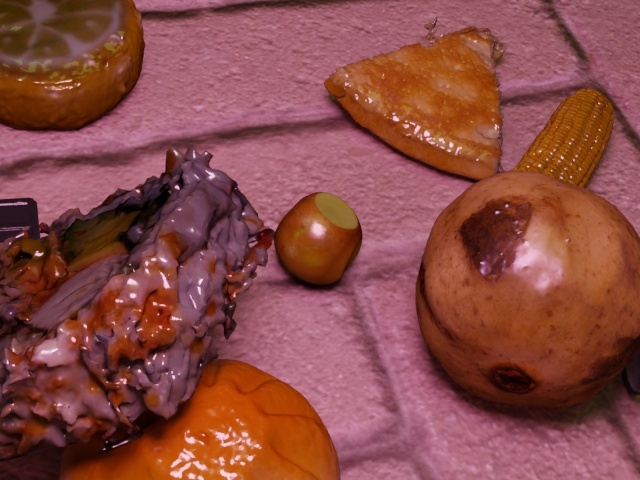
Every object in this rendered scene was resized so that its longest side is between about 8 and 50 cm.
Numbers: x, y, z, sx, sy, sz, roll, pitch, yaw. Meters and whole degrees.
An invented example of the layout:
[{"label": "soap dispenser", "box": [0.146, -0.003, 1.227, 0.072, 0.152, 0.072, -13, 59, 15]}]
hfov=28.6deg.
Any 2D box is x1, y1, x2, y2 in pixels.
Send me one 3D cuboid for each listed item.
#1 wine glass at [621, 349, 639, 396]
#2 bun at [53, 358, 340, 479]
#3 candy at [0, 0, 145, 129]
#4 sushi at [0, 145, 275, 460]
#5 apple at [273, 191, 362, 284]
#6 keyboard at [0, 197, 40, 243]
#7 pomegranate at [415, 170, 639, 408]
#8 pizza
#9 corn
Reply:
[{"label": "wine glass", "box": [0.488, 0.136, 1.504, 0.232, 0.156, 0.156, 4, 51, -5]}, {"label": "bun", "box": [-0.123, 0.238, 1.282, 0.299, 0.165, 0.299, 5, 49, -6]}, {"label": "candy", "box": [-0.363, -0.261, 1.671, 0.260, 0.118, 0.260, 2, 52, -3]}, {"label": "sushi", "box": [-0.234, 0.056, 1.300, 0.417, 0.176, 0.417, -25, 21, 10]}, {"label": "apple", "box": [0.000, 0.000, 1.541, 0.102, 0.099, 0.114, 41, 29, 11]}, {"label": "keyboard", "box": [-0.528, -0.006, 1.484, 0.381, 0.041, 0.103, 1, 51, -19]}, {"label": "pomegranate", "box": [0.244, 0.056, 1.430, 0.281, 0.281, 0.281, 6, 51, -7]}, {"label": "pizza", "box": [0.187, -0.206, 1.764, 0.280, 0.075, 0.287, 36, 52, 12]}, {"label": "corn", "box": [0.324, -0.106, 1.690, 0.102, 0.102, 0.313, 31, 51, 14]}]
